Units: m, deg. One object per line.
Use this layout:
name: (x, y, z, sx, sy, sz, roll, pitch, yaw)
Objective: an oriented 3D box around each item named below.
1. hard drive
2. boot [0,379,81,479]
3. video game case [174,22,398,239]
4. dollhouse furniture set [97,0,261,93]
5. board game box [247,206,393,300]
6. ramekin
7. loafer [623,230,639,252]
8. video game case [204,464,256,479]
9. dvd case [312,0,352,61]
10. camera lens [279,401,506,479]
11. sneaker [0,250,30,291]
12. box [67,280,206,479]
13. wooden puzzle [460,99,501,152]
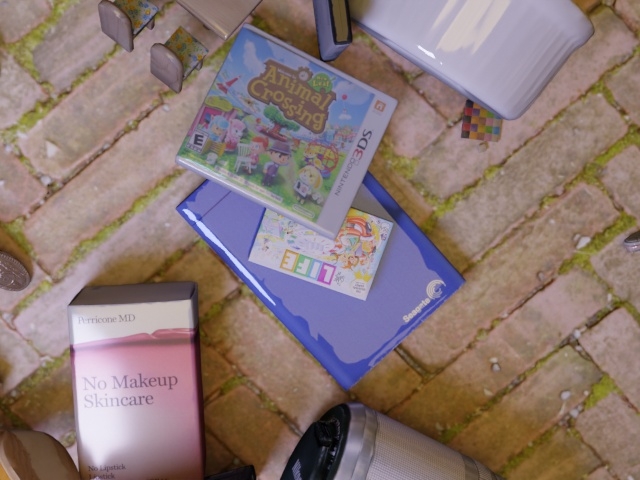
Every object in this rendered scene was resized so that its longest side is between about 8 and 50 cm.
hard drive: (0.003, 0.005, 1.185, 0.210, 0.040, 0.319, -42, 99, 0)
boot: (-0.407, 0.299, 1.094, 0.295, 0.104, 0.211, 40, 98, 34)
video game case: (-0.038, -0.132, 1.121, 0.212, 0.023, 0.193, 26, 77, -6)
dollhouse furniture set: (-0.174, -0.334, 1.038, 0.242, 0.161, 0.212, 39, 76, -1)
board game box: (0.000, 0.000, 1.149, 0.154, 0.026, 0.103, 19, 95, -8)
ramekin: (0.154, -0.253, 1.059, 0.277, 0.277, 0.135, 32, 101, -9)
loafer: (0.463, -0.002, 1.233, 0.125, 0.045, 0.039, -20, 105, -6)
video game case: (-0.174, 0.311, 1.087, 0.196, 0.274, 0.026, -14, 84, -4)
dvd case: (0.005, -0.298, 1.041, 0.022, 0.253, 0.180, -8, 97, -2)
camera lens: (0.091, 0.341, 1.144, 0.274, 0.219, 0.219, 27, 93, -9)
sneaker: (-0.412, 0.017, 1.148, 0.042, 0.067, 0.118, -51, 129, -1)
box: (-0.219, 0.175, 1.139, 0.148, 0.127, 0.232, -3, 98, -5)
wooden puzzle: (0.208, -0.154, 1.204, 0.049, 0.006, 0.083, 6, 96, -7)
